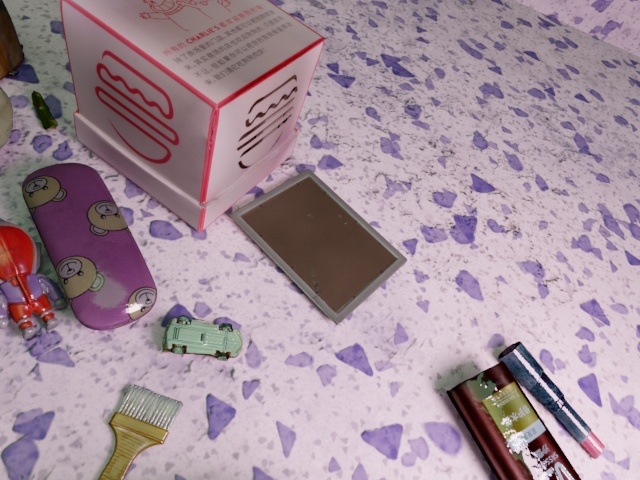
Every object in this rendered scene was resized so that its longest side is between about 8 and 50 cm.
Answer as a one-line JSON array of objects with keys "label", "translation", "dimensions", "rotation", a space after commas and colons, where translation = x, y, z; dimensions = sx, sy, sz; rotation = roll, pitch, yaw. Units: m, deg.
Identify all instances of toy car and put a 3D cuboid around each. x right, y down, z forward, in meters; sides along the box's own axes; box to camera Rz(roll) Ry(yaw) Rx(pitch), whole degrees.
[{"label": "toy car", "translation": [-0.183, 0.156, 0.720], "dimensions": [0.122, 0.035, 0.059], "rotation": [14, 53, -21]}]

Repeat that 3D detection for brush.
[{"label": "brush", "translation": [-0.268, 0.302, 0.603], "dimensions": [0.082, 0.010, 0.218], "rotation": [24, 53, -4]}]

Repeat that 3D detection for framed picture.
[{"label": "framed picture", "translation": [0.000, 0.000, 0.906], "dimensions": [0.296, 0.019, 0.232], "rotation": [45, 53, 14]}]

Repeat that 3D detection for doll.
[{"label": "doll", "translation": [-0.459, 0.035, 0.676], "dimensions": [0.102, 0.075, 0.227], "rotation": [-25, 77, -47]}]

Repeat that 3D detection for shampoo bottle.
[{"label": "shampoo bottle", "translation": [0.339, 0.365, 0.735], "dimensions": [0.129, 0.084, 0.323], "rotation": [-16, 64, -25]}]

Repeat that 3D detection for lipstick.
[{"label": "lipstick", "translation": [0.426, 0.297, 0.842], "dimensions": [0.053, 0.053, 0.234], "rotation": [-29, 75, -33]}]

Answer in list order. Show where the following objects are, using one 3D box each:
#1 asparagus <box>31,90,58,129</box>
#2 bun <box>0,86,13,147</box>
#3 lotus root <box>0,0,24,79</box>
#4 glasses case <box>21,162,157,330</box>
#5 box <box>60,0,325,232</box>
[{"label": "asparagus", "translation": [-0.532, -0.249, 0.881], "dimensions": [0.025, 0.021, 0.108], "rotation": [-20, 65, -35]}, {"label": "bun", "translation": [-0.621, -0.202, 0.756], "dimensions": [0.195, 0.118, 0.195], "rotation": [14, 50, -17]}, {"label": "lotus root", "translation": [-0.727, -0.441, 0.830], "dimensions": [0.316, 0.250, 0.316], "rotation": [11, 43, -10]}, {"label": "glasses case", "translation": [-0.371, -0.001, 0.733], "dimensions": [0.123, 0.076, 0.316], "rotation": [-23, 67, -32]}, {"label": "box", "translation": [-0.220, -0.268, 0.831], "dimensions": [0.312, 0.300, 0.314], "rotation": [36, 52, 6]}]
